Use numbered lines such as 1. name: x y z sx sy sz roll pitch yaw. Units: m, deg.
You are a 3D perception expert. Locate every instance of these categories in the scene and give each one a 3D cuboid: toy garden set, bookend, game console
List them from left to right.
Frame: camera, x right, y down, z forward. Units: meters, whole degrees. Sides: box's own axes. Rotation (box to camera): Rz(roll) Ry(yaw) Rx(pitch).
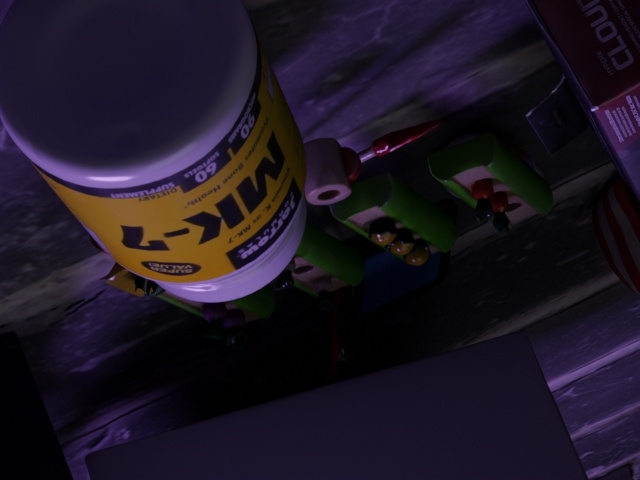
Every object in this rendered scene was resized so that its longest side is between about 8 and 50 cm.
1. bookend: -0.199 0.166 1.150 0.072 0.157 0.156 -20 157 -13
2. toy garden set: 0.000 0.000 1.073 0.244 0.049 0.204 -21 157 20
3. game console: 0.051 0.054 1.271 0.085 0.124 0.144 2 156 2

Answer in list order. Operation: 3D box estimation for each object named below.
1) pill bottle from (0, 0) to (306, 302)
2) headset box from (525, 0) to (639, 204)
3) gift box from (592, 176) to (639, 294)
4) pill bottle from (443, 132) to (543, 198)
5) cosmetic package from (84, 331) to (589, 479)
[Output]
1. pill bottle: -0.072 -0.047 0.860 0.119 0.119 0.208 -26 158 0
2. headset box: 0.249 -0.139 1.010 0.293 0.110 0.218 -29 158 8
3. gift box: 0.371 0.031 1.338 0.258 0.255 0.276 -26 155 -4
4. pill bottle: 0.115 -0.044 1.169 0.043 0.043 0.083 -36 156 25
5. cosmetic package: 0.044 0.330 1.285 0.329 0.327 0.393 -15 149 -7
